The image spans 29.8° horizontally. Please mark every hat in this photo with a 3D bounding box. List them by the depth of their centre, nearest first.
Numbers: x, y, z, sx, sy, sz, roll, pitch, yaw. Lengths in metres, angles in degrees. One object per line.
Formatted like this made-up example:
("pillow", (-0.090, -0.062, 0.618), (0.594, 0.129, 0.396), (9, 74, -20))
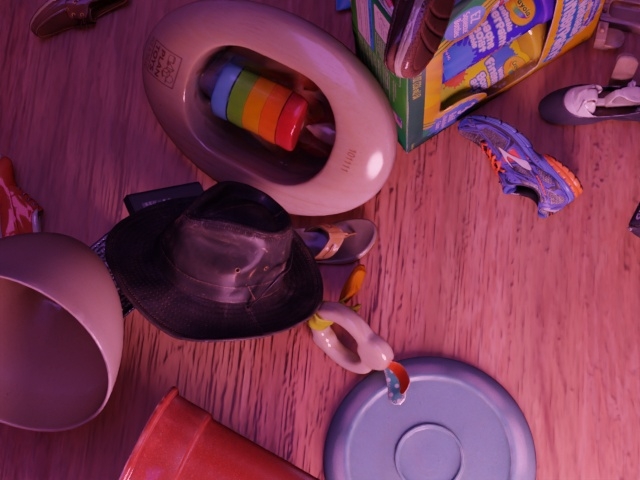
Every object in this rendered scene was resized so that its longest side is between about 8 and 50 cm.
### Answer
("hat", (-0.136, 0.000, 1.733), (0.331, 0.134, 0.331), (13, 40, -12))

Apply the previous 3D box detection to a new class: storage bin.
("storage bin", (-0.339, 0.075, 1.848), (0.180, 0.122, 0.084), (-40, 75, -7))

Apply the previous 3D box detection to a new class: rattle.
("rattle", (0.090, 0.141, 1.805), (0.200, 0.130, 0.143), (25, 35, 31))

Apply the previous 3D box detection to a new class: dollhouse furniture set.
("dollhouse furniture set", (0.511, -0.330, 1.899), (0.144, 0.123, 0.151), (13, 75, 8))

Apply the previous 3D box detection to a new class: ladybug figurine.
("ladybug figurine", (-0.072, -0.218, 1.859), (0.449, 0.162, 0.305), (31, 121, 13))

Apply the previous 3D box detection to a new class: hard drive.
("hard drive", (-0.231, -0.040, 1.887), (0.135, 0.022, 0.094), (-14, 69, -37))

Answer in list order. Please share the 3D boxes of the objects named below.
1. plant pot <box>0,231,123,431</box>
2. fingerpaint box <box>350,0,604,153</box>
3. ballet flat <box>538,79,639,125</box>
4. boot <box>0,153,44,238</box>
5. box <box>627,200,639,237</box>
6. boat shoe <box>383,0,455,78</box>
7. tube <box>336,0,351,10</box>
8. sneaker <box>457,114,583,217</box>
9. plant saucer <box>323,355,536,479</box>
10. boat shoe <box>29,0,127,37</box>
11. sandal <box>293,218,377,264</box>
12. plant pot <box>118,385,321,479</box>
("plant pot", (-0.390, 0.098, 1.667), (0.284, 0.284, 0.191), (12, 39, 8))
("fingerpaint box", (0.240, -0.350, 1.760), (0.371, 0.445, 0.163), (-32, 75, -6))
("ballet flat", (0.449, -0.222, 1.901), (0.203, 0.074, 0.074), (1, 74, 5))
("boot", (-0.489, -0.065, 1.939), (0.084, 0.059, 0.158), (-7, 82, -1))
("box", (0.632, -0.067, 1.770), (0.293, 0.073, 0.295), (32, 78, -18))
("boat shoe", (0.118, -0.320, 1.492), (0.095, 0.095, 0.257), (16, 71, 21))
("tube", (0.126, -0.429, 2.003), (0.207, 0.052, 0.080), (-6, 62, 9))
("sneaker", (0.300, -0.119, 1.879), (0.221, 0.083, 0.087), (38, 85, 16))
("plant saucer", (0.161, 0.324, 1.778), (0.317, 0.044, 0.317), (-1, 73, 4))
("boat shoe", (-0.404, -0.389, 2.021), (0.178, 0.064, 0.060), (-31, 72, -7))
("sandal", (0.000, 0.000, 1.881), (0.180, 0.049, 0.072), (-3, 73, 4))
("plant pot", (-0.144, 0.382, 1.685), (0.265, 0.272, 0.272), (24, 77, 2))
